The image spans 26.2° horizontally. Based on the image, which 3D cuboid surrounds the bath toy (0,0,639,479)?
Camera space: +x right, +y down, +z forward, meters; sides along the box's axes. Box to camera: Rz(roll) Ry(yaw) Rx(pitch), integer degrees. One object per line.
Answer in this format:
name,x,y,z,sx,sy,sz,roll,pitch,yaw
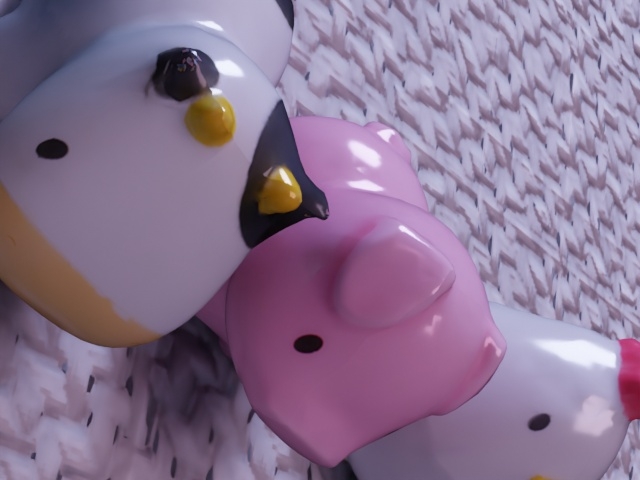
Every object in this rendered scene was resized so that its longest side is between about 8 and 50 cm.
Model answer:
bath toy,0.000,0.000,0.435,0.348,0.129,0.151,46,48,-38
